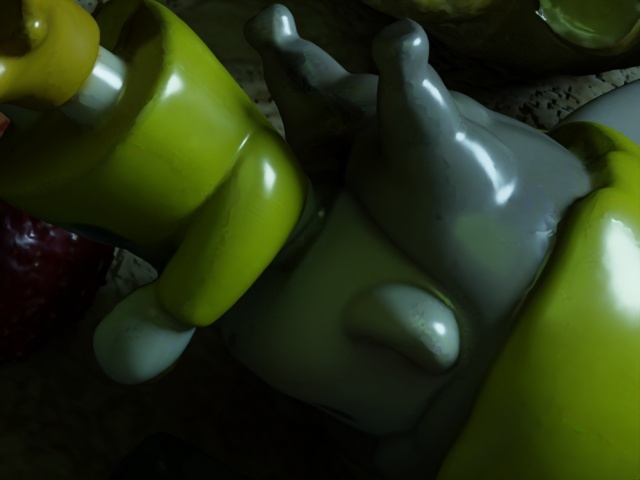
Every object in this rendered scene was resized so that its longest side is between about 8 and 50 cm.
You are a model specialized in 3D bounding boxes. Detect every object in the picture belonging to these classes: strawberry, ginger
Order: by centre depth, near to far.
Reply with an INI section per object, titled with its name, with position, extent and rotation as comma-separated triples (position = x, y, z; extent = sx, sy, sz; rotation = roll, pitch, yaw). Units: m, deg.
[strawberry]
position = -0.158, -0.018, 0.833
extent = 0.146, 0.082, 0.187
rotation = 18, 58, 1
[ginger]
position = 0.093, -0.135, 0.964
extent = 0.216, 0.102, 0.157
rotation = 17, 20, -4

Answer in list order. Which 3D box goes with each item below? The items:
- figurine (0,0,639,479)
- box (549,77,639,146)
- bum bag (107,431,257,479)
[figurine]
position = 0.000, 0.000, 0.753
extent = 0.343, 0.187, 0.215
rotation = 28, 7, -28
[box]
position = 0.188, -0.014, 0.936
extent = 0.200, 0.088, 0.146
rotation = -18, 64, -28
[bum bag]
position = -0.093, 0.197, 0.695
extent = 0.144, 0.095, 0.340
rotation = 50, 56, -4
